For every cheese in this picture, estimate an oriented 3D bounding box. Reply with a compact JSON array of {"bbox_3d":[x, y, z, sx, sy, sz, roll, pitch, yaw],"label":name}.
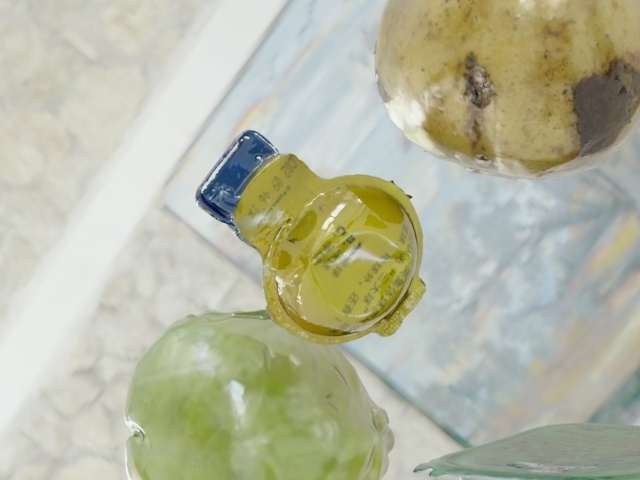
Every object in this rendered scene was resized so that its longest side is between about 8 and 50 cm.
[{"bbox_3d":[0.000,0.000,1.435,0.177,0.270,0.069,-52,33,-1],"label":"cheese"}]

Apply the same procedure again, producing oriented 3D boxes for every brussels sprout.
[{"bbox_3d":[-0.069,0.224,1.629,0.242,0.316,0.274,-30,37,40],"label":"brussels sprout"}]

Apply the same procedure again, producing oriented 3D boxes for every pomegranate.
[{"bbox_3d":[0.196,-0.185,1.493,0.281,0.281,0.281,-50,-4,-5],"label":"pomegranate"}]

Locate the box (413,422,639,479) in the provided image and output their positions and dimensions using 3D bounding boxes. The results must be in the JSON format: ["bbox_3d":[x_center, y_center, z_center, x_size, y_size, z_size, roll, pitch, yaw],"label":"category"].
[{"bbox_3d":[0.286,0.264,1.580,0.264,0.106,0.336,-2,2,36],"label":"box"}]
